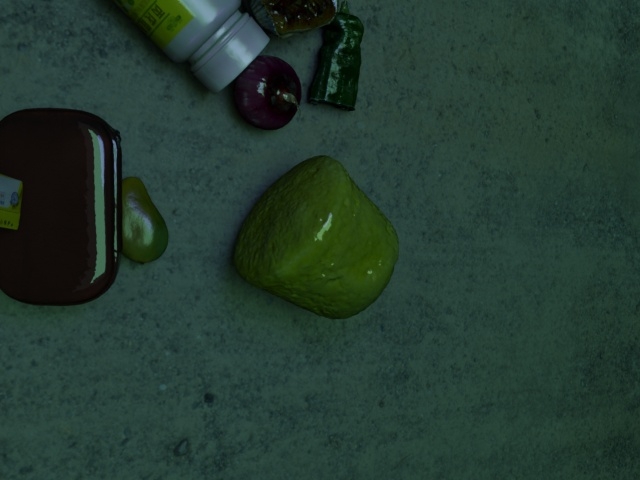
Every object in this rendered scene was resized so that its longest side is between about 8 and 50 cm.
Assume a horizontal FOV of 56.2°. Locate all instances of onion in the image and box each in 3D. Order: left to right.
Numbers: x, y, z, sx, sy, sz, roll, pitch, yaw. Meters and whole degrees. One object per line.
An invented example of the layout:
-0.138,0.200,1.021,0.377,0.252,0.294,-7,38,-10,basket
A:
-0.125,-0.354,1.438,0.177,0.153,0.177,3,83,-27,onion

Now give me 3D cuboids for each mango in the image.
-0.416,-0.039,1.337,0.122,0.085,0.191,-29,95,-10,mango

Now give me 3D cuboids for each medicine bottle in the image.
-0.304,-0.521,1.302,0.378,0.213,0.214,44,72,-21,medicine bottle

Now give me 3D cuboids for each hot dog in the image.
-0.055,-0.568,1.408,0.270,0.081,0.163,-34,109,-42,hot dog

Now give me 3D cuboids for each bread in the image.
0.000,0.000,1.416,0.307,0.348,0.348,33,77,-30,bread

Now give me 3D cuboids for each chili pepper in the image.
0.048,-0.481,1.555,0.136,0.099,0.271,6,92,-16,chili pepper

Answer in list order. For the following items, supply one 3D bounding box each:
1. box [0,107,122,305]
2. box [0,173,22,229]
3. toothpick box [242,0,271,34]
-0.541,-0.068,1.226,0.263,0.108,0.404,1,91,-10,box
-0.704,-0.083,1.076,0.265,0.168,0.097,4,86,2,box
-0.143,-0.583,1.450,0.098,0.098,0.149,-21,101,-26,toothpick box
